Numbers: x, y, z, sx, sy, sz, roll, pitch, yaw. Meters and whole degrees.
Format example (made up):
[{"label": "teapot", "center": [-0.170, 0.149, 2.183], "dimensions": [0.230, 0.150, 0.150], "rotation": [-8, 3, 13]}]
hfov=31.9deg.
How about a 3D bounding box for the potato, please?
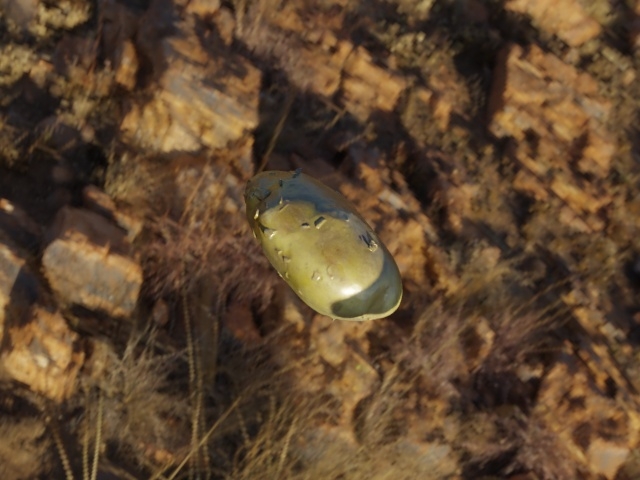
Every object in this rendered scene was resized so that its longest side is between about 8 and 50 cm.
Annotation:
[{"label": "potato", "center": [0.000, 0.000, 1.657], "dimensions": [0.296, 0.141, 0.191], "rotation": [44, 26, 20]}]
